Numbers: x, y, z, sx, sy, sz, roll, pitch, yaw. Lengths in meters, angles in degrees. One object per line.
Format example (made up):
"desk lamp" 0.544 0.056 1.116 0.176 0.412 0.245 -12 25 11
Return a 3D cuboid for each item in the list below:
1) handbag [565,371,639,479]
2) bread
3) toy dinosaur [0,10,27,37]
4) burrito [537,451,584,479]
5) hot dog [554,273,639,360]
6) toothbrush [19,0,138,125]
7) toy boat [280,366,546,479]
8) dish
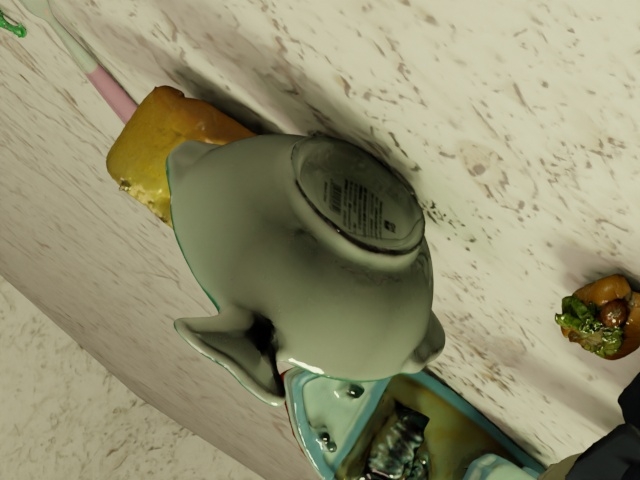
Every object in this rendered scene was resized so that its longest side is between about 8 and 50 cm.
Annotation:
"handbag" 0.293 0.183 1.108 0.269 0.118 0.326 34 170 9
"bread" -0.041 -0.020 1.310 0.245 0.094 0.102 37 -172 9
"toy dinosaur" -0.278 -0.192 1.505 0.062 0.021 0.083 29 172 3
"burrito" 0.273 0.287 1.318 0.332 0.190 0.135 42 169 19
"hot dog" 0.173 0.052 1.103 0.056 0.041 0.133 35 168 7
"toothbrush" -0.179 -0.131 1.461 0.025 0.020 0.286 38 171 39
"toy boat" 0.095 0.206 1.662 0.332 0.145 0.133 35 169 -21
"dish" 0.000 0.000 1.147 0.224 0.246 0.078 38 124 -3
